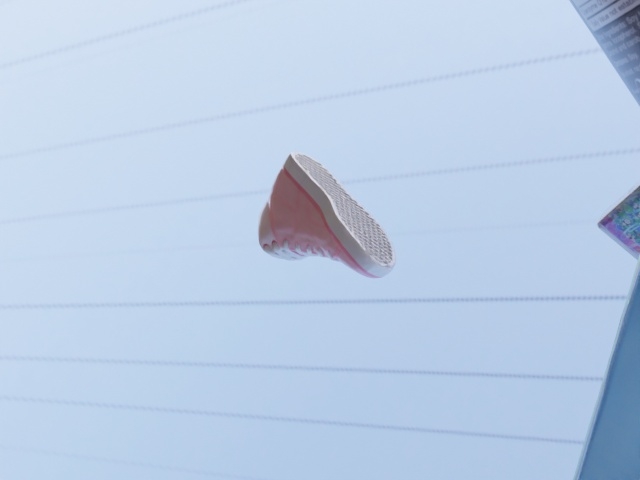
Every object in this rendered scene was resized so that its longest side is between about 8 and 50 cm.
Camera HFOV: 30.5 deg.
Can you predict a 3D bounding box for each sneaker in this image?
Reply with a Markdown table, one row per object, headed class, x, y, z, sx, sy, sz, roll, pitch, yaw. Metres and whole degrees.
| class | x | y | z | sx | sy | sz | roll | pitch | yaw |
| --- | --- | --- | --- | --- | --- | --- | --- | --- | --- |
| sneaker | 0.000 | 0.000 | 0.842 | 0.070 | 0.051 | 0.134 | -56 | -133 | 19 |

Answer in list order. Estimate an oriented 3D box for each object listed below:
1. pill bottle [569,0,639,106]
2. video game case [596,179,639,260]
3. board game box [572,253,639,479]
| class | x | y | z | sx | sy | sz | roll | pitch | yaw |
| --- | --- | --- | --- | --- | --- | --- | --- | --- | --- |
| pill bottle | 0.284 | -0.212 | 0.847 | 0.210 | 0.363 | 0.210 | -34 | -178 | 1 |
| video game case | 0.270 | 0.004 | 0.733 | 0.019 | 0.157 | 0.143 | -49 | 177 | -31 |
| board game box | 0.144 | 0.110 | 0.458 | 0.064 | 0.316 | 0.242 | 13 | -124 | 20 |
